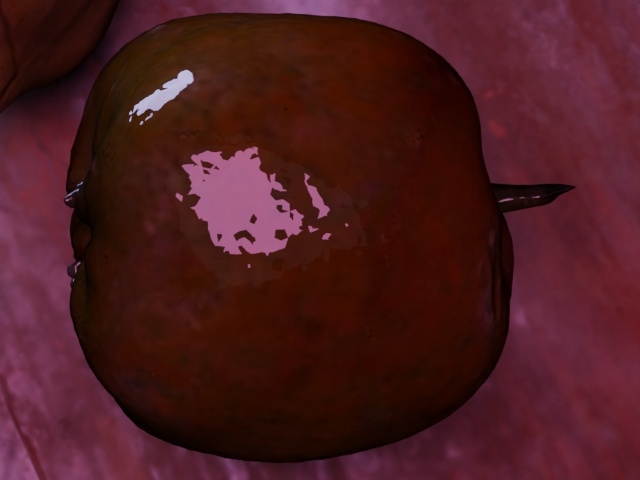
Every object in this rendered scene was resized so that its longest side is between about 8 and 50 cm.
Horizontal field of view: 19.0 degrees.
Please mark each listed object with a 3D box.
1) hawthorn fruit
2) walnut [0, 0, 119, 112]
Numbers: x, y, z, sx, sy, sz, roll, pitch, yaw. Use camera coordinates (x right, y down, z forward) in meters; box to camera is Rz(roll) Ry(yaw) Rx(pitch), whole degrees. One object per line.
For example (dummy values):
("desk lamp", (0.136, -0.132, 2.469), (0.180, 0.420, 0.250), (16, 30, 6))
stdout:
("hawthorn fruit", (0.000, 0.000, 1.117), (0.301, 0.268, 0.267), (-2, 76, -1))
("walnut", (-0.213, -0.213, 1.208), (0.203, 0.203, 0.297), (-4, 78, 1))
